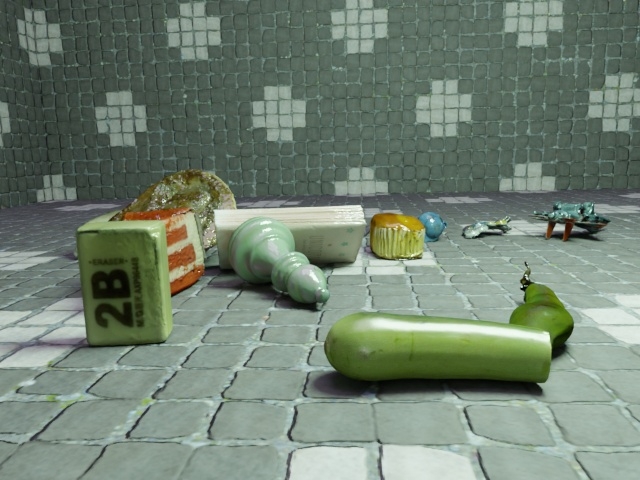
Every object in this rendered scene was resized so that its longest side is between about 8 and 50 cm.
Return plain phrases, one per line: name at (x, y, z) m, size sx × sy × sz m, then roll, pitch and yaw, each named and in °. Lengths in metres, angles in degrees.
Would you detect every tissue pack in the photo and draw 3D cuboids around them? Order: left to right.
tissue pack at (-0.071, -0.006, 1.188) m, size 0.325 × 0.071 × 0.170 m, roll -3°, pitch -35°, yaw -7°

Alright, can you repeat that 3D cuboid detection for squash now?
squash at (0.128, 0.125, 0.605) m, size 0.250 × 0.083 × 0.083 m, roll 2°, pitch 10°, yaw 4°

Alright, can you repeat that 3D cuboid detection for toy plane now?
toy plane at (0.765, -0.066, 1.546) m, size 0.326 × 0.104 × 0.223 m, roll -8°, pitch 11°, yaw -35°

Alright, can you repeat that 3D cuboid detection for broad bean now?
broad bean at (0.314, 0.104, 0.757) m, size 0.075 × 0.067 × 0.325 m, roll 33°, pitch 17°, yaw 13°

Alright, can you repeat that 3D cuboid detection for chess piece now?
chess piece at (-0.062, 0.054, 0.982) m, size 0.139 × 0.139 × 0.271 m, roll -7°, pitch 23°, yaw -32°

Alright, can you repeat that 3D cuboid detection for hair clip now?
hair clip at (0.501, -0.034, 1.603) m, size 0.172 × 0.049 × 0.116 m, roll -12°, pitch -2°, yaw -10°

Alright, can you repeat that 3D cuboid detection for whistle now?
whistle at (0.299, -0.039, 1.523) m, size 0.157 × 0.090 × 0.090 m, roll -4°, pitch 10°, yaw -19°

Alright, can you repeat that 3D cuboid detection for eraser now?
eraser at (-0.279, 0.060, 0.752) m, size 0.117 × 0.172 × 0.058 m, roll -2°, pitch 11°, yaw -3°

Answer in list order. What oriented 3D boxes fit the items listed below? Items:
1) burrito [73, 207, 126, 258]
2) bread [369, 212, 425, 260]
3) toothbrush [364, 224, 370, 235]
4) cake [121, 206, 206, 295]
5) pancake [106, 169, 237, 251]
burrito at (-0.504, -0.029, 1.463) m, size 0.331 × 0.135 × 0.190 m, roll -6°, pitch 17°, yaw -5°
bread at (0.194, -0.016, 1.344) m, size 0.132 × 0.114 × 0.190 m, roll 0°, pitch 14°, yaw -7°
toothbrush at (0.179, -0.047, 1.772) m, size 0.029 × 0.024 × 0.354 m, roll 10°, pitch 11°, yaw 15°
cake at (-0.353, 0.030, 1.006) m, size 0.159 × 0.158 × 0.262 m, roll -3°, pitch 10°, yaw 15°
pancake at (-0.375, -0.047, 1.309) m, size 0.356 × 0.065 × 0.356 m, roll -8°, pitch 41°, yaw 7°
